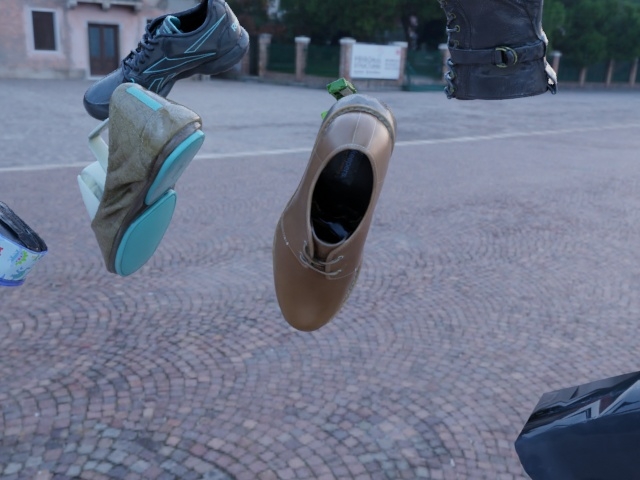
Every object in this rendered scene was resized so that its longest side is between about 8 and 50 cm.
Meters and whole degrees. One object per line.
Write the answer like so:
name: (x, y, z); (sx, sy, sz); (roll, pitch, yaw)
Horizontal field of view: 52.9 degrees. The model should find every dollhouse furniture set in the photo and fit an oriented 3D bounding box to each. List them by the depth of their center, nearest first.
dollhouse furniture set: (0.053, -0.192, 1.084); (0.076, 0.152, 0.058); (-22, -8, 17)

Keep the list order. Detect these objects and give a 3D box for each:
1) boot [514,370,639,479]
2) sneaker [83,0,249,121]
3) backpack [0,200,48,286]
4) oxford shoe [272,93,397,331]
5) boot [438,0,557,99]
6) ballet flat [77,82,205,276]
boot: (0.441, 0.261, 0.555); (0.146, 0.367, 0.445); (-15, -14, -48)
sneaker: (-0.241, -0.273, 0.949); (0.267, 0.106, 0.101); (-30, 60, -1)
backpack: (-0.341, 0.001, 0.644); (0.114, 0.084, 0.105); (37, -2, -4)
oxford shoe: (0.000, 0.000, 0.485); (0.076, 0.212, 0.076); (14, 37, 0)
boot: (0.170, -0.273, 0.804); (0.263, 0.229, 0.091); (11, 51, 19)
ballet flat: (-0.239, -0.073, 0.795); (0.124, 0.342, 0.116); (43, 56, 1)
